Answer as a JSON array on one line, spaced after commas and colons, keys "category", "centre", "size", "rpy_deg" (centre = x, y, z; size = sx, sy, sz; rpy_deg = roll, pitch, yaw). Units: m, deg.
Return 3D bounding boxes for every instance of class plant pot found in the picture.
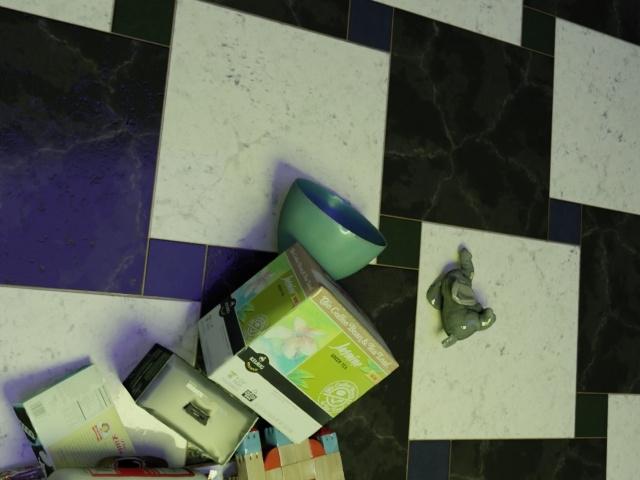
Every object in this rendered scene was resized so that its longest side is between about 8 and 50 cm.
[{"category": "plant pot", "centre": [0.000, 0.000, 1.595], "size": [0.290, 0.290, 0.195], "rpy_deg": [32, 105, -19]}]

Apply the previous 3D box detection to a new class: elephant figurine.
[{"category": "elephant figurine", "centre": [0.405, 0.165, 1.822], "size": [0.169, 0.186, 0.239], "rpy_deg": [-26, 85, 19]}]

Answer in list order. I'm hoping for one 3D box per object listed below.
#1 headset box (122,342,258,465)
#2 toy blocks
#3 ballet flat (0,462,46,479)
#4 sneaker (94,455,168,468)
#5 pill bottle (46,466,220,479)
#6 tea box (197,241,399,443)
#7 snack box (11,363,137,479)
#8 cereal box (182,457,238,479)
[{"category": "headset box", "centre": [-0.304, 0.368, 1.401], "size": [0.246, 0.283, 0.131], "rpy_deg": [43, 71, -16]}, {"category": "toy blocks", "centre": [-0.085, 0.576, 1.539], "size": [0.382, 0.191, 0.260], "rpy_deg": [2, 71, -40]}, {"category": "ballet flat", "centre": [-0.622, 0.539, 1.358], "size": [0.241, 0.077, 0.091], "rpy_deg": [-10, 87, -25]}, {"category": "sneaker", "centre": [-0.413, 0.523, 1.386], "size": [0.188, 0.071, 0.066], "rpy_deg": [20, 60, -47]}, {"category": "pill bottle", "centre": [-0.362, 0.594, 1.272], "size": [0.408, 0.229, 0.228], "rpy_deg": [17, 79, -37]}, {"category": "tea box", "centre": [-0.054, 0.246, 1.454], "size": [0.323, 0.220, 0.329], "rpy_deg": [-40, 122, 5]}, {"category": "snack box", "centre": [-0.530, 0.464, 1.373], "size": [0.187, 0.060, 0.321], "rpy_deg": [-28, 98, -52]}, {"category": "cereal box", "centre": [-0.252, 0.675, 1.526], "size": [0.173, 0.047, 0.240], "rpy_deg": [-2, 86, -26]}]
